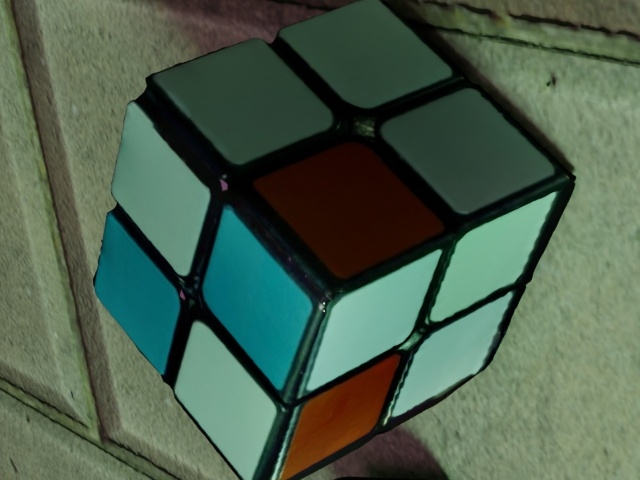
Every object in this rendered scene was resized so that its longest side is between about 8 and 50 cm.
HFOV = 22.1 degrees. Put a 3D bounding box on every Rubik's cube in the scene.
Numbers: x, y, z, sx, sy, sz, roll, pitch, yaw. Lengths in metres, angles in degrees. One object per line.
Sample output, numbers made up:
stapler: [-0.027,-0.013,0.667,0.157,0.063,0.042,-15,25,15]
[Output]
Rubik's cube: [0.000,0.001,0.890,0.167,0.180,0.183,46,140,26]

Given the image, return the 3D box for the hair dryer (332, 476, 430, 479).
hair dryer: [0.073,0.242,1.066,0.100,0.057,0.198,-7,113,56]
